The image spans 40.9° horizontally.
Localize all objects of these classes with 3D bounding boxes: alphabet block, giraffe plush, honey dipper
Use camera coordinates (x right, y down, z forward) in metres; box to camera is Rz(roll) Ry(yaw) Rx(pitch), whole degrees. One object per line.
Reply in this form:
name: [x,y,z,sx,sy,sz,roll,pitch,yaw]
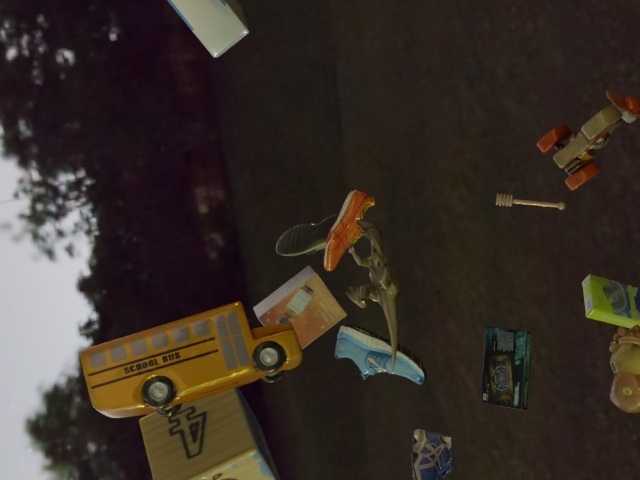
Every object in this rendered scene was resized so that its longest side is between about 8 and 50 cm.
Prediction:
alphabet block: [-0.204,0.413,1.629,0.193,0.197,0.192,60,174,48]
giraffe plush: [0.456,0.184,1.119,0.210,0.170,0.181,-56,-17,-35]
honey dipper: [0.499,-0.090,2.037,0.030,0.160,0.031,6,-90,-79]

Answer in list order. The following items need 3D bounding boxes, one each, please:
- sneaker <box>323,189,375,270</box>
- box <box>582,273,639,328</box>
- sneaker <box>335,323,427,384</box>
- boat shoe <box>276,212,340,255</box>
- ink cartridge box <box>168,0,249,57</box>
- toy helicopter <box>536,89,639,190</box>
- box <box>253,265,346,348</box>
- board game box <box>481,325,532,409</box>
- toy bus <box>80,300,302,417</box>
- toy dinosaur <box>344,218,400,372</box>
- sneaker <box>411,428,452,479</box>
sneaker: [0.056,-0.016,1.716,0.175,0.067,0.064,-65,-10,-1]
box: [0.734,0.156,2.101,0.042,0.178,0.109,115,166,-50]
sneaker: [0.097,0.198,1.404,0.073,0.162,0.063,-66,-11,5]
boat shoe: [0.001,-0.001,1.955,0.073,0.223,0.080,36,-134,-42]
ink cartridge box: [-0.132,-0.273,0.985,0.088,0.052,0.122,49,-170,-27]
toy helicopter: [0.608,-0.240,1.852,0.140,0.235,0.355,55,-171,8]
box: [-0.049,0.166,2.010,0.130,0.170,0.091,53,178,-17]
board game box: [0.444,0.303,2.051,0.126,0.026,0.186,2,87,50]
toy bus: [-0.201,0.194,1.381,0.108,0.332,0.130,95,156,-71]
toy dinosaur: [0.070,0.052,0.956,0.092,0.053,0.183,19,-123,-60]
sneaker: [0.226,0.453,1.734,0.211,0.081,0.080,-76,-18,-62]
